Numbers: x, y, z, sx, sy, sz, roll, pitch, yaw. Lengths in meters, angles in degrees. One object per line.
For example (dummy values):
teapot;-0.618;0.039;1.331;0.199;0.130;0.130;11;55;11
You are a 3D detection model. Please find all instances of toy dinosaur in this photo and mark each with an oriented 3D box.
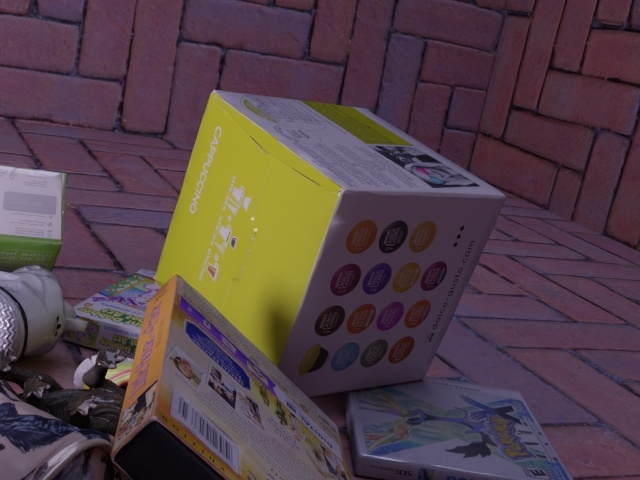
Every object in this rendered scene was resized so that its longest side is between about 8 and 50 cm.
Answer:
toy dinosaur;-0.300;0.205;1.147;0.313;0.160;0.121;0;42;1

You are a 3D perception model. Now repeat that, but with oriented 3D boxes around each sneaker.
sneaker;-0.223;0.201;1.327;0.208;0.081;0.094;-4;28;-32
sneaker;-0.518;0.092;1.402;0.366;0.137;0.210;14;7;24

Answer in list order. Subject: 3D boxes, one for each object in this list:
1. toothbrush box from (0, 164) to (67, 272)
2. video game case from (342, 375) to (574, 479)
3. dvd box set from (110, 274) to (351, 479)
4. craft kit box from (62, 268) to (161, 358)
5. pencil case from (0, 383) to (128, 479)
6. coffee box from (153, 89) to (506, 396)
toothbrush box;-0.519;-0.009;1.522;0.206;0.122;0.283;6;-22;-21
video game case;0.185;0.273;1.426;0.300;0.036;0.329;10;14;-5
dvd box set;-0.077;0.217;1.062;0.307;0.062;0.420;45;7;-15
craft kit box;-0.242;0.126;1.576;0.250;0.061;0.246;12;21;15
pencil case;-0.370;0.201;1.000;0.410;0.160;0.183;21;32;34
coffee box;0.000;0.000;1.486;0.334;0.337;0.338;0;29;-41
